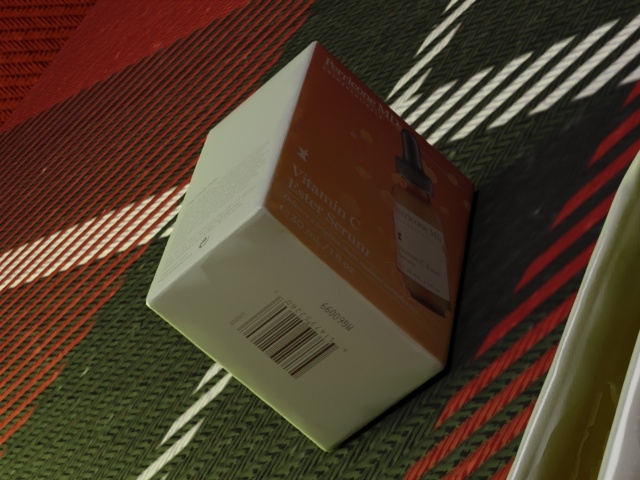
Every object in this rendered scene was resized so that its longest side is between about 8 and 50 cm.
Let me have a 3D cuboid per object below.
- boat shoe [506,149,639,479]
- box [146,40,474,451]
[{"bbox_3d":[0.047,0.126,0.577,0.367,0.156,0.136,-60,12,-10],"label":"boat shoe"},{"bbox_3d":[0.000,0.000,1.037,0.091,0.130,0.170,-39,21,30],"label":"box"}]
